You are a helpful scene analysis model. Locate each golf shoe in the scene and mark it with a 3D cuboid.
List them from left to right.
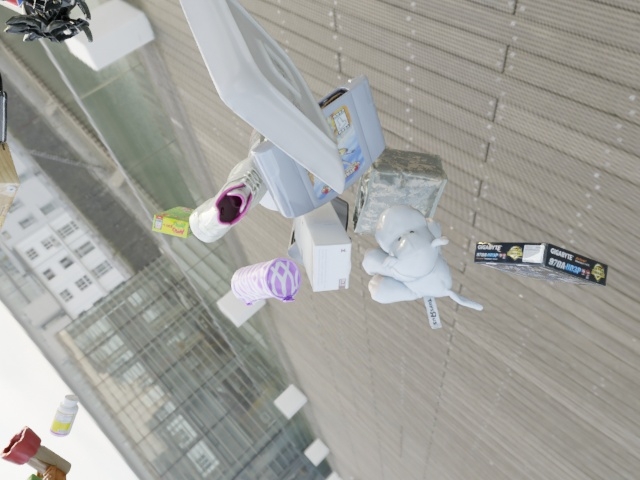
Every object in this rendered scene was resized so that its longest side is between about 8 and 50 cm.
[{"bbox_3d":[-0.196,-0.119,1.263,0.115,0.306,0.140,46,149,-20],"label":"golf shoe"}]

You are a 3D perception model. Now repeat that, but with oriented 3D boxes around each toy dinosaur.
[{"bbox_3d":[-0.372,-0.406,0.674,0.321,0.219,0.164,5,175,2],"label":"toy dinosaur"}]

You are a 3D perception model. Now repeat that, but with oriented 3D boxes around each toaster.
[{"bbox_3d":[-0.002,-0.035,1.361,0.110,0.168,0.185,29,133,-22],"label":"toaster"}]

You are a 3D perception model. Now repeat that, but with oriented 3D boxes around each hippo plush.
[{"bbox_3d":[0.191,0.051,1.151,0.236,0.234,0.294,39,-152,-59],"label":"hippo plush"}]

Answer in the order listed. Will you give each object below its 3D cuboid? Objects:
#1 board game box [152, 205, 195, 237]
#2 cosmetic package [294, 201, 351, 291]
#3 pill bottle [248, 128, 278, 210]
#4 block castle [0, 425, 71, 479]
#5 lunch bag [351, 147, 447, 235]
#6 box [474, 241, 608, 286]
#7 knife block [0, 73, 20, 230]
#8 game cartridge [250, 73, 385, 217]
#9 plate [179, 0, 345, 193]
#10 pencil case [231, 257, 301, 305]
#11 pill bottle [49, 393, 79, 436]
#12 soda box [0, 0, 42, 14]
[{"bbox_3d":[-0.377,-0.053,1.352,0.092,0.043,0.181,12,-169,1],"label":"board game box"},{"bbox_3d":[0.000,0.000,1.101,0.231,0.085,0.117,-111,20,-59],"label":"cosmetic package"},{"bbox_3d":[-0.134,-0.255,1.630,0.363,0.210,0.210,-100,-15,-58],"label":"pill bottle"},{"bbox_3d":[-0.715,0.621,1.034,0.213,0.303,0.453,48,167,-22],"label":"block castle"},{"bbox_3d":[0.236,-0.131,1.553,0.169,0.235,0.287,-91,9,-50],"label":"lunch bag"},{"bbox_3d":[0.472,0.050,1.065,0.220,0.051,0.175,15,173,-29],"label":"box"},{"bbox_3d":[-0.580,-0.147,0.805,0.275,0.088,0.242,-42,66,36],"label":"knife block"},{"bbox_3d":[0.011,-0.187,1.043,0.062,0.297,0.198,30,154,49],"label":"game cartridge"},{"bbox_3d":[-0.068,-0.221,0.673,0.277,0.045,0.278,30,-149,-56],"label":"plate"},{"bbox_3d":[-0.117,0.089,1.026,0.206,0.086,0.088,-19,73,60],"label":"pencil case"},{"bbox_3d":[-0.556,0.381,1.080,0.043,0.083,0.043,21,-178,-1],"label":"pill bottle"},{"bbox_3d":[-0.658,-0.531,1.079,0.168,0.053,0.060,23,177,-10],"label":"soda box"}]
